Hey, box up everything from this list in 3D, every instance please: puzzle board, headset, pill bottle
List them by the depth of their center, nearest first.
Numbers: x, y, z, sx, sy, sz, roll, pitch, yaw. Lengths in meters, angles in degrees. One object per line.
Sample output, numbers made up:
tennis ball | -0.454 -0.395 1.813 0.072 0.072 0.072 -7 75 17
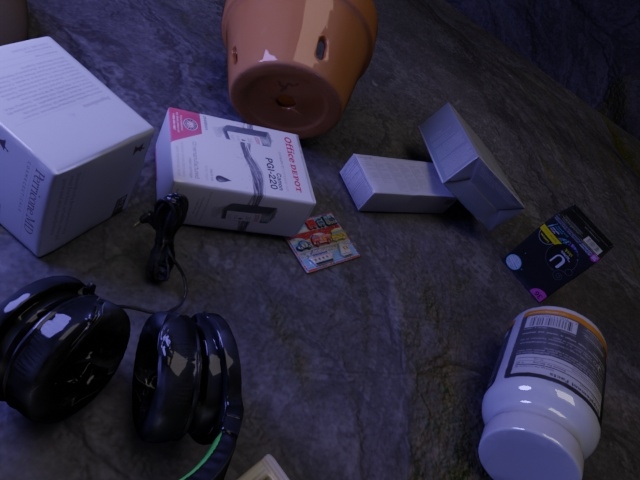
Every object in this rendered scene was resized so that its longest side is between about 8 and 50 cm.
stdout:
headset | -0.186 0.094 0.518 0.243 0.185 0.394 17 22 -11
pill bottle | 0.338 0.236 0.817 0.162 0.162 0.278 42 41 3
puzzle board | 0.000 0.000 0.895 0.128 0.011 0.096 -15 64 -43

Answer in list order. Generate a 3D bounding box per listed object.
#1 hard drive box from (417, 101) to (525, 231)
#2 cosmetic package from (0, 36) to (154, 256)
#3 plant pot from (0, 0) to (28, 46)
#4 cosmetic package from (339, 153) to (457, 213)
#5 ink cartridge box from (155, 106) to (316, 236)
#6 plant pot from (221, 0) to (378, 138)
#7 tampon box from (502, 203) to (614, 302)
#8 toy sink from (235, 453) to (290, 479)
hard drive box | 0.317 -0.160 1.150 0.181 0.089 0.232 38 28 -30
cosmetic package | -0.332 -0.115 0.647 0.183 0.151 0.151 41 41 4
plant pot | -0.536 -0.385 0.712 0.284 0.191 0.284 20 44 -20
cosmetic package | 0.159 -0.109 1.073 0.239 0.060 0.099 0 56 -37
ink cartridge box | -0.131 -0.100 0.822 0.217 0.092 0.159 8 49 -29
plant pot | -0.049 -0.322 0.972 0.290 0.291 0.204 19 62 -22
tampon box | 0.489 0.026 1.115 0.101 0.161 0.120 -20 66 -45
toy sink | -0.098 0.320 0.441 0.234 0.131 0.153 -24 70 -46
